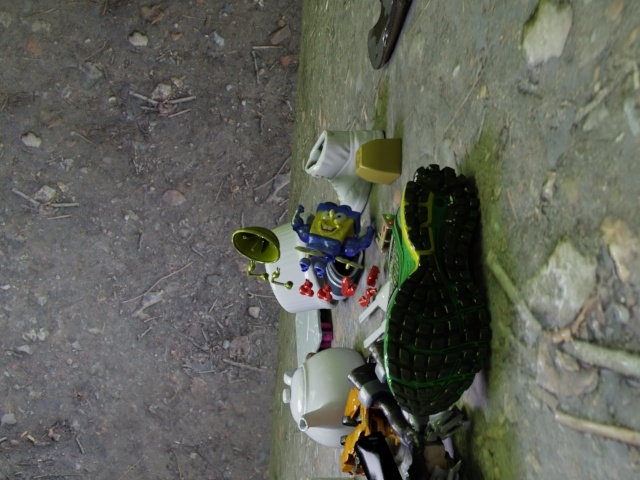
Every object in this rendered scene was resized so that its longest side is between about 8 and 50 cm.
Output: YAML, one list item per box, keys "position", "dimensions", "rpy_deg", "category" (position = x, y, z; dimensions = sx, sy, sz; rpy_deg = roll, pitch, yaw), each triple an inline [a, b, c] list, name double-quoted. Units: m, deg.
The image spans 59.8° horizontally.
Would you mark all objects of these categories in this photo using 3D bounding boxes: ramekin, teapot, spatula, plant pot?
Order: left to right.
- position: [-0.053, 0.072, 1.577]
  dimensions: [0.277, 0.135, 0.277]
  rpy_deg: [-17, -90, -77]
  category: "ramekin"
- position: [0.002, 0.373, 1.340]
  dimensions: [0.256, 0.187, 0.253]
  rpy_deg: [104, 166, -51]
  category: "teapot"
- position: [0.118, -0.168, 1.173]
  dimensions: [0.081, 0.083, 0.081]
  rpy_deg: [131, 142, -75]
  category: "plant pot"
- position: [0.125, 0.193, 1.184]
  dimensions: [0.242, 0.019, 0.168]
  rpy_deg: [114, 151, -65]
  category: "spatula"

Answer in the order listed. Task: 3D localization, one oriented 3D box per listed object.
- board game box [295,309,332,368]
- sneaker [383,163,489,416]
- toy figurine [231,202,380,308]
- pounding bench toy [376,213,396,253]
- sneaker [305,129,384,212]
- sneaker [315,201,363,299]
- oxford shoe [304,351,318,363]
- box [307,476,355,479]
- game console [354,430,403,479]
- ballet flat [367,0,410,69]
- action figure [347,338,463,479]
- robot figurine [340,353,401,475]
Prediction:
- position: [-0.029, 0.302, 1.950]
  dimensions: [0.390, 0.050, 0.390]
  rpy_deg: [-96, 14, -47]
  category: "board game box"
- position: [0.157, 0.075, 0.794]
  dimensions: [0.146, 0.134, 0.344]
  rpy_deg: [100, 179, -69]
  category: "sneaker"
- position: [0.000, 0.000, 1.336]
  dimensions: [0.191, 0.362, 0.217]
  rpy_deg: [76, -145, -49]
  category: "toy figurine"
- position: [0.140, -0.023, 1.078]
  dimensions: [0.083, 0.052, 0.065]
  rpy_deg: [-104, 20, -61]
  category: "pounding bench toy"
- position: [0.041, -0.163, 1.376]
  dimensions: [0.293, 0.169, 0.108]
  rpy_deg: [104, 164, -51]
  category: "sneaker"
- position: [0.048, 0.000, 1.464]
  dimensions: [0.153, 0.099, 0.282]
  rpy_deg: [104, 160, -65]
  category: "sneaker"
- position: [0.002, 0.446, 1.677]
  dimensions: [0.076, 0.076, 0.212]
  rpy_deg: [-8, 88, 40]
  category: "oxford shoe"
- position: [0.037, 0.671, 1.218]
  dimensions: [0.243, 0.117, 0.214]
  rpy_deg: [177, 97, -81]
  category: "box"
- position: [0.108, 0.404, 0.831]
  dimensions: [0.361, 0.043, 0.213]
  rpy_deg: [86, 161, -66]
  category: "game console"
- position: [0.150, -0.468, 1.218]
  dimensions: [0.250, 0.058, 0.084]
  rpy_deg: [102, 147, -66]
  category: "ballet flat"
- position: [0.143, 0.281, 0.823]
  dimensions: [0.285, 0.099, 0.185]
  rpy_deg: [-116, 35, -42]
  category: "action figure"
- position: [0.097, 0.341, 1.057]
  dimensions: [0.291, 0.085, 0.211]
  rpy_deg: [108, 171, -57]
  category: "robot figurine"
